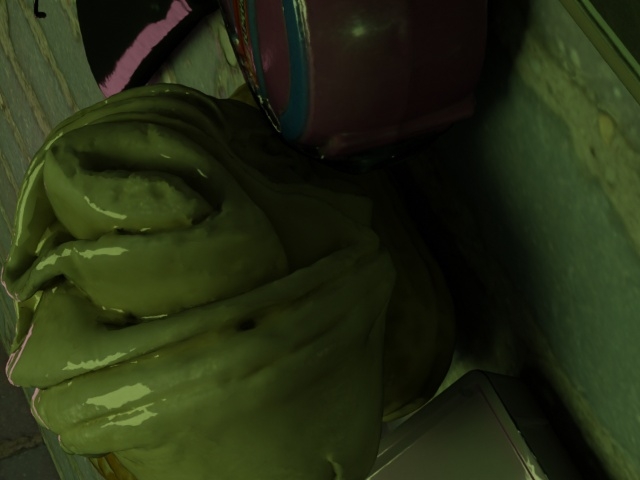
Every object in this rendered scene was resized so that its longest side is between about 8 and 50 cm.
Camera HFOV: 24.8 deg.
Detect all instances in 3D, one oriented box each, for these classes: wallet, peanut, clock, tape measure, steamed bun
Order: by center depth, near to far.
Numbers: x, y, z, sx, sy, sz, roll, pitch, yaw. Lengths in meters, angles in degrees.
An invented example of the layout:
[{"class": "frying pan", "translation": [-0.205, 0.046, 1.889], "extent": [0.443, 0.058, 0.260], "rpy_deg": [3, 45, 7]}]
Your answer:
[{"class": "tape measure", "translation": [0.013, -0.178, 0.924], "extent": [0.231, 0.149, 0.245], "rpy_deg": [91, 159, -47]}, {"class": "steamed bun", "translation": [-0.102, 0.038, 0.961], "extent": [0.276, 0.203, 0.289], "rpy_deg": [-22, 66, 35]}, {"class": "clock", "translation": [0.117, 0.205, 0.983], "extent": [0.150, 0.063, 0.197], "rpy_deg": [-42, 61, 23]}, {"class": "peanut", "translation": [0.000, 0.000, 1.105], "extent": [0.147, 0.147, 0.305], "rpy_deg": [109, 140, -59]}, {"class": "wallet", "translation": [-0.193, -0.286, 1.454], "extent": [0.406, 0.062, 0.228], "rpy_deg": [-22, 87, 70]}]

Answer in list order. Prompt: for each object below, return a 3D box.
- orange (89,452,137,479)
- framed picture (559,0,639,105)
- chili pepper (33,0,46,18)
[{"class": "orange", "translation": [-0.110, 0.095, 1.313], "extent": [0.329, 0.249, 0.329], "rpy_deg": [52, 156, 35]}, {"class": "framed picture", "translation": [0.159, -0.200, 0.700], "extent": [0.260, 0.023, 0.189], "rpy_deg": [98, 150, -51]}, {"class": "chili pepper", "translation": [-0.284, -0.340, 1.518], "extent": [0.050, 0.059, 0.268], "rpy_deg": [32, 130, 20]}]
